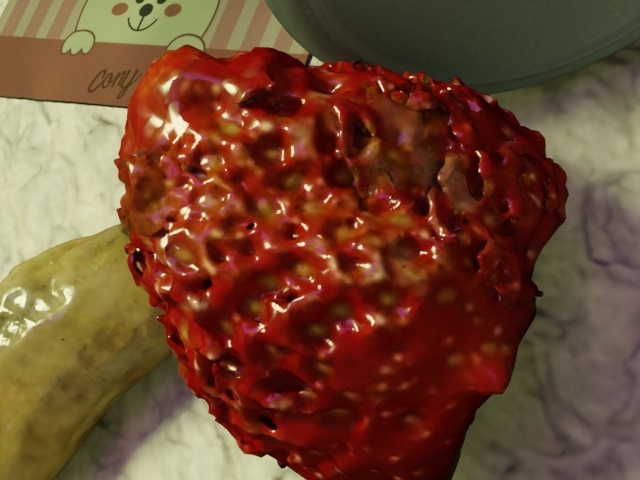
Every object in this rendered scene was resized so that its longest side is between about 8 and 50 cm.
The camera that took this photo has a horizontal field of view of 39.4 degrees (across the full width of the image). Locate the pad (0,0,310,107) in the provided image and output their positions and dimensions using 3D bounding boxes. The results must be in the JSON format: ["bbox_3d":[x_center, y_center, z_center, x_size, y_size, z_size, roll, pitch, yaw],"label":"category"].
[{"bbox_3d":[-0.117,-0.183,0.640,0.300,0.005,0.202,10,72,31],"label":"pad"}]

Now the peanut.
[{"bbox_3d":[-0.151,0.071,0.493,0.099,0.099,0.214,40,94,35],"label":"peanut"}]

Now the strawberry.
[{"bbox_3d":[0.000,0.000,0.382,0.187,0.201,0.184,-45,28,20],"label":"strawberry"}]

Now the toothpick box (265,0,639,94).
[{"bbox_3d":[0.047,-0.270,0.463,0.263,0.263,0.354,-22,57,17],"label":"toothpick box"}]
